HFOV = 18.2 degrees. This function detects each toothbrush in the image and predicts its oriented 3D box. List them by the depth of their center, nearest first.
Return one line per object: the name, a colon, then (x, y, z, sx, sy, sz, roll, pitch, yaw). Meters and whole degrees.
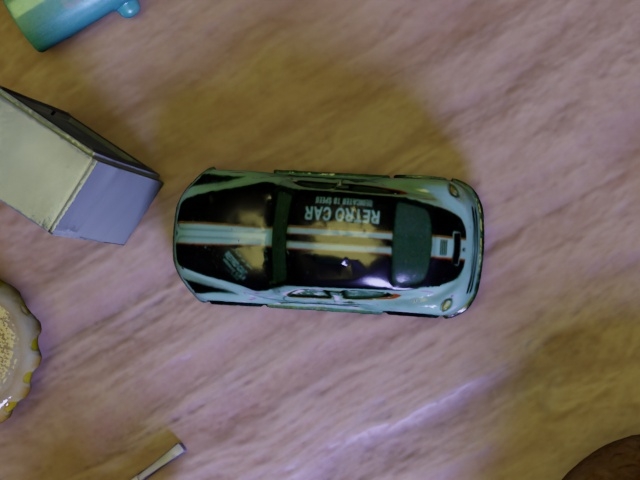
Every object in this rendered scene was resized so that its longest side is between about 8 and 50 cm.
toothbrush: (-0.211, 0.261, 1.973, 0.194, 0.014, 0.017, -39, 81, 7)

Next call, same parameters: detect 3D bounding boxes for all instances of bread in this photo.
bread: (-0.321, 0.098, 1.967, 0.094, 0.083, 0.157, -24, 85, 6)

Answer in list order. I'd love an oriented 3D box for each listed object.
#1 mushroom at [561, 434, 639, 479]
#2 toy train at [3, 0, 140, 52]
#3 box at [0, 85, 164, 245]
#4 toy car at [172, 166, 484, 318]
mushroom: (0.290, 0.322, 1.783, 0.283, 0.195, 0.263, -34, 100, 9)
toy train: (-0.224, -0.291, 1.969, 0.248, 0.101, 0.159, -28, 98, 9)
box: (-0.247, -0.068, 1.888, 0.129, 0.225, 0.086, 33, 93, 10)
toy car: (0.000, 0.000, 1.890, 0.306, 0.125, 0.136, 4, 89, 10)
